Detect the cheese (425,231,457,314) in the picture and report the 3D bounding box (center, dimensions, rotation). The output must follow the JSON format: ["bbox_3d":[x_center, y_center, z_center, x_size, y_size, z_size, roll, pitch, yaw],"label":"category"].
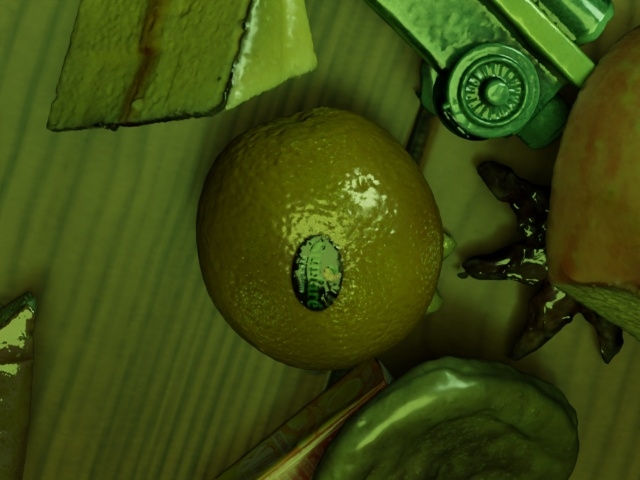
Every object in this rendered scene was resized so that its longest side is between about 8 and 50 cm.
[{"bbox_3d":[0.102,0.029,1.692,0.044,0.030,0.083,8,97,0],"label":"cheese"}]

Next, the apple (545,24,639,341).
[{"bbox_3d":[0.363,-0.049,1.556,0.314,0.252,0.309,17,77,8],"label":"apple"}]

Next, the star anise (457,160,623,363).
[{"bbox_3d":[0.262,0.011,1.664,0.272,0.102,0.272,-1,106,-4],"label":"star anise"}]

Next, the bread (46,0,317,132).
[{"bbox_3d":[-0.138,-0.197,1.516,0.135,0.240,0.178,-27,108,-43],"label":"bread"}]

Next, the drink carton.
[{"bbox_3d":[-0.011,0.211,1.692,0.223,0.096,0.071,-38,104,5],"label":"drink carton"}]

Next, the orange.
[{"bbox_3d":[0.000,0.000,1.585,0.236,0.236,0.236,-1,103,-4],"label":"orange"}]

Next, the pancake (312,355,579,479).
[{"bbox_3d":[0.115,0.222,1.659,0.294,0.049,0.294,-16,132,-18],"label":"pancake"}]

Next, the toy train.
[{"bbox_3d":[0.118,-0.253,1.575,0.369,0.150,0.237,43,91,-14],"label":"toy train"}]

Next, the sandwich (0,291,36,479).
[{"bbox_3d":[-0.314,0.167,1.660,0.096,0.094,0.258,8,104,-7],"label":"sandwich"}]
